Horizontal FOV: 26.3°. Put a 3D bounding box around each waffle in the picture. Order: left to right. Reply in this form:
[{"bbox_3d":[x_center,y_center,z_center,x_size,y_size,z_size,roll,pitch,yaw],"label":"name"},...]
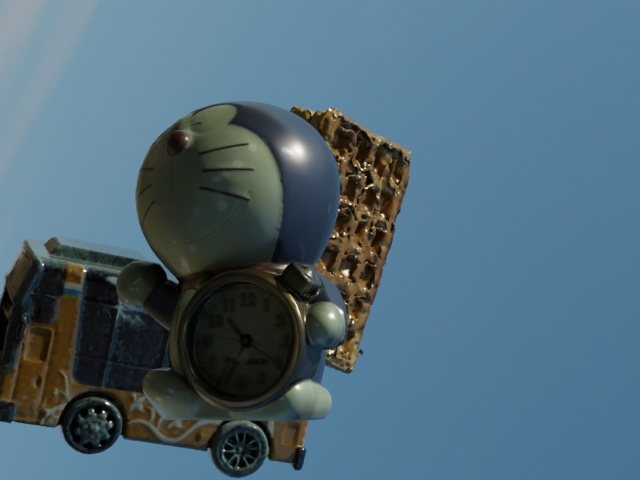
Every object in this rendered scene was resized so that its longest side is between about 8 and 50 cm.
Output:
[{"bbox_3d":[0.001,0.000,1.734,0.091,0.213,0.308,11,-98,36],"label":"waffle"}]

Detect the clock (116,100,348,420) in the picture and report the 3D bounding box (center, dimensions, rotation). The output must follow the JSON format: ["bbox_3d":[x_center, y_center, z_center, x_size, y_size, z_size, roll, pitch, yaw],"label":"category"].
[{"bbox_3d":[-0.064,0.015,1.033,0.200,0.146,0.243,-6,-100,26],"label":"clock"}]

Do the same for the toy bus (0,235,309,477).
[{"bbox_3d":[-0.170,0.115,1.390,0.162,0.324,0.194,-151,-106,-72],"label":"toy bus"}]
